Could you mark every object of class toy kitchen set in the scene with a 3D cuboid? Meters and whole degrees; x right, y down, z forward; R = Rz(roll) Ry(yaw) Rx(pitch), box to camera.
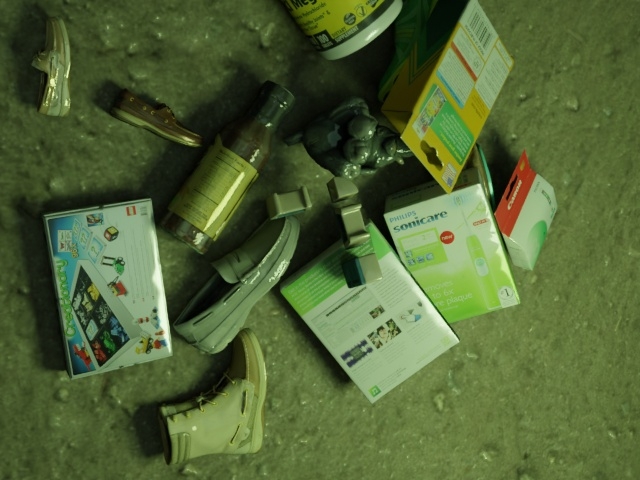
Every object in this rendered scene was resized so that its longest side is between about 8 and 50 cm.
[{"bbox_3d":[0.000,0.000,1.513,0.166,0.122,0.207,-15,85,-11],"label":"toy kitchen set"}]

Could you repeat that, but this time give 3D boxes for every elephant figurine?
[{"bbox_3d":[0.089,-0.190,1.597,0.169,0.186,0.239,-48,157,23],"label":"elephant figurine"}]

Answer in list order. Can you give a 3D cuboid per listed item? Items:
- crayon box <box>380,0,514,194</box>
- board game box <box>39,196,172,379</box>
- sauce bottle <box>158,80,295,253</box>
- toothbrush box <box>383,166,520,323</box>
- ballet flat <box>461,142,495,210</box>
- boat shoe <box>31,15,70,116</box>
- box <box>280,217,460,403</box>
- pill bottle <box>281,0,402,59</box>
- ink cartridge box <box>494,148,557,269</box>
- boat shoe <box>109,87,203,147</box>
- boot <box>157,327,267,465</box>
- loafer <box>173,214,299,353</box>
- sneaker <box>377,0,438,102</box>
[{"bbox_3d":[0.238,-0.278,1.530,0.203,0.083,0.323,42,69,-43],"label":"crayon box"},{"bbox_3d":[-0.387,0.084,1.462,0.193,0.053,0.305,-11,103,-25],"label":"board game box"},{"bbox_3d":[-0.167,-0.141,1.499,0.111,0.111,0.344,38,81,-26],"label":"sauce bottle"},{"bbox_3d":[0.277,0.017,1.684,0.206,0.122,0.283,-17,109,14],"label":"toothbrush box"},{"bbox_3d":[0.286,-0.210,1.713,0.124,0.116,0.342,-13,105,-2],"label":"ballet flat"},{"bbox_3d":[-0.459,-0.295,1.356,0.059,0.063,0.170,-5,102,-31],"label":"boat shoe"},{"bbox_3d":[0.102,0.147,1.642,0.232,0.058,0.322,-36,105,5],"label":"box"},{"bbox_3d":[-0.012,-0.515,1.463,0.188,0.188,0.334,-45,114,-12],"label":"pill bottle"},{"bbox_3d":[0.460,-0.066,1.770,0.181,0.056,0.224,-62,148,-20],"label":"ink cartridge box"},{"bbox_3d":[-0.289,-0.219,1.450,0.178,0.064,0.060,22,91,-25],"label":"boat shoe"},{"bbox_3d":[-0.215,0.306,1.565,0.203,0.095,0.262,-3,105,-24],"label":"boot"},{"bbox_3d":[-0.158,0.068,1.538,0.111,0.112,0.319,39,82,-34],"label":"loafer"},{"bbox_3d":[0.201,-0.414,1.632,0.109,0.123,0.295,14,111,-40],"label":"sneaker"}]
